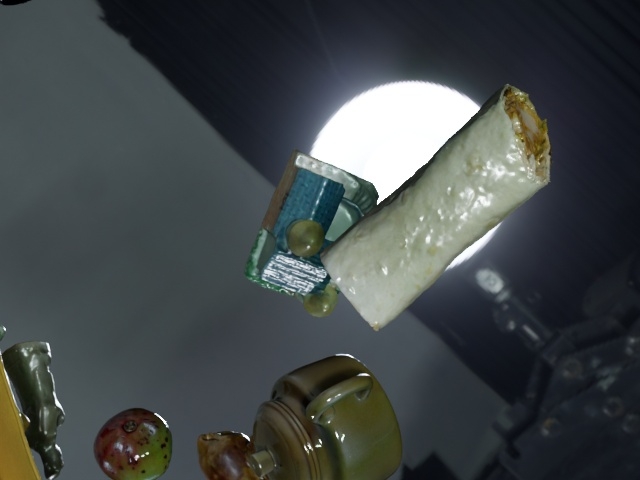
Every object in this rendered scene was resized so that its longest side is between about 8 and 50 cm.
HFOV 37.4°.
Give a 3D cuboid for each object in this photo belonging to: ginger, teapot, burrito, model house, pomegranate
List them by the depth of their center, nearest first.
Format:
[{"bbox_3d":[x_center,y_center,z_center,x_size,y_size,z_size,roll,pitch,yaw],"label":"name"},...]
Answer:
[{"bbox_3d":[0.136,-0.044,1.022,0.299,0.105,0.143,-43,-168,6],"label":"burrito"},{"bbox_3d":[-0.009,0.254,1.232,0.175,0.186,0.268,-22,153,-30],"label":"teapot"},{"bbox_3d":[-0.020,0.470,1.535,0.254,0.418,0.176,-24,-179,17],"label":"ginger"},{"bbox_3d":[-0.309,0.345,1.542,0.129,0.129,0.159,-48,179,-45],"label":"pomegranate"},{"bbox_3d":[0.000,0.000,1.675,0.325,0.194,0.267,-134,-113,-80],"label":"model house"}]

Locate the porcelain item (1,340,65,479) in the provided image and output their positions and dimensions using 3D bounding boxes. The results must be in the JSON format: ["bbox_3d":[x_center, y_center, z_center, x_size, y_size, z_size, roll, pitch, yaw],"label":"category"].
[{"bbox_3d":[-0.436,0.265,1.474,0.081,0.216,0.069,-35,154,25],"label":"porcelain item"}]

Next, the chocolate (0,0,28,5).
[{"bbox_3d":[-0.392,-0.422,1.034,0.126,0.343,0.148,-27,160,-24],"label":"chocolate"}]

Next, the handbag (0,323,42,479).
[{"bbox_3d":[-0.520,0.299,1.391,0.133,0.401,0.283,-10,158,-44],"label":"handbag"}]
